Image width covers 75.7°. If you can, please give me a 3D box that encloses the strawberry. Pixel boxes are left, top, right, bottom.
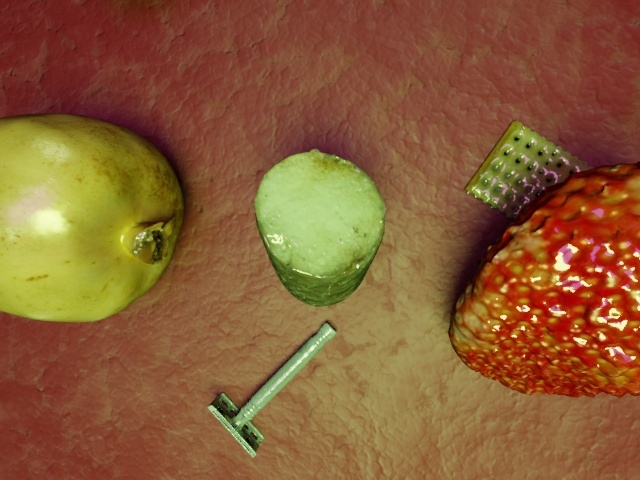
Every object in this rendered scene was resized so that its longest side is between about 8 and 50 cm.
[{"bbox_3d":[0.318,0.066,0.516,0.311,0.267,0.351,32,128,-24],"label":"strawberry"}]

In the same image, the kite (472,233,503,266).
[{"bbox_3d":[0.280,0.024,0.645,0.044,0.002,0.078,40,93,6],"label":"kite"}]

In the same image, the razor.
[{"bbox_3d":[-0.061,0.224,0.665,0.232,0.068,0.106,-44,86,-2],"label":"razor"}]

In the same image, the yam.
[{"bbox_3d":[0.000,0.000,0.563,0.161,0.268,0.162,0,75,1],"label":"yam"}]

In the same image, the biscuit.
[{"bbox_3d":[0.357,-0.068,0.631,0.231,0.016,0.139,35,93,5],"label":"biscuit"}]

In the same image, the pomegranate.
[{"bbox_3d":[-0.341,-0.035,0.584,0.318,0.319,0.320,0,89,7],"label":"pomegranate"}]
